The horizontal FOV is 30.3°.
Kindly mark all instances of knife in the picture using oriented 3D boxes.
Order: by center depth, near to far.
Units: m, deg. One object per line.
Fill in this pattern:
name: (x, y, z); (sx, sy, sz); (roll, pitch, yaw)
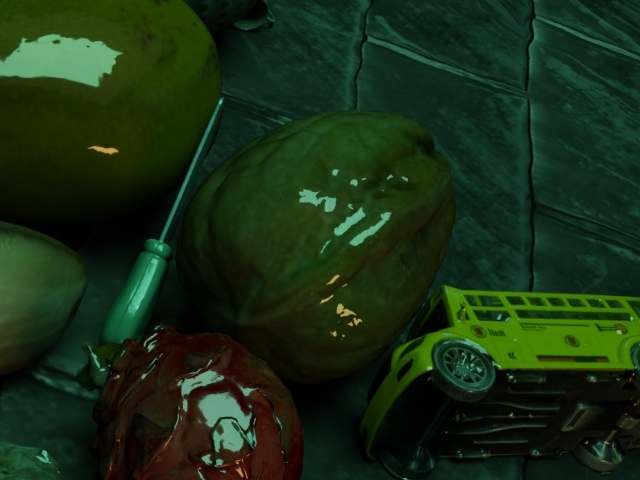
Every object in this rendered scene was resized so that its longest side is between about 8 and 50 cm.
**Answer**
knife: (-0.138, -0.012, 1.102); (0.034, 0.063, 0.260); (22, 76, 6)

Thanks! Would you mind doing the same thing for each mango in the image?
mango: (-0.312, -0.150, 1.132); (0.446, 0.232, 0.300); (-3, 52, -22)

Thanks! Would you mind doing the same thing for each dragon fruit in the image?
dragon fruit: (-0.099, 0.160, 0.940); (0.172, 0.172, 0.209); (-17, 54, -39)

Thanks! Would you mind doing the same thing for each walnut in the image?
walnut: (0.000, 0.000, 1.101); (0.227, 0.283, 0.283); (53, 41, -8)

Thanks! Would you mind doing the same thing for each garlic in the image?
garlic: (-0.374, 0.023, 1.007); (0.338, 0.151, 0.196); (13, 13, -2)

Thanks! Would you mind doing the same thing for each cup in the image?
cup: (-0.092, -0.322, 1.565); (0.075, 0.054, 0.083); (7, 40, -19)

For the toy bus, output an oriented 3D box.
toy bus: (0.191, 0.129, 1.139); (0.330, 0.144, 0.152); (3, 45, -25)

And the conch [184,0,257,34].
conch: (-0.185, -0.370, 1.454); (0.303, 0.215, 0.319); (32, 23, 21)

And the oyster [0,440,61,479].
oyster: (-0.302, 0.208, 0.828); (0.268, 0.112, 0.198); (-4, 47, -26)
